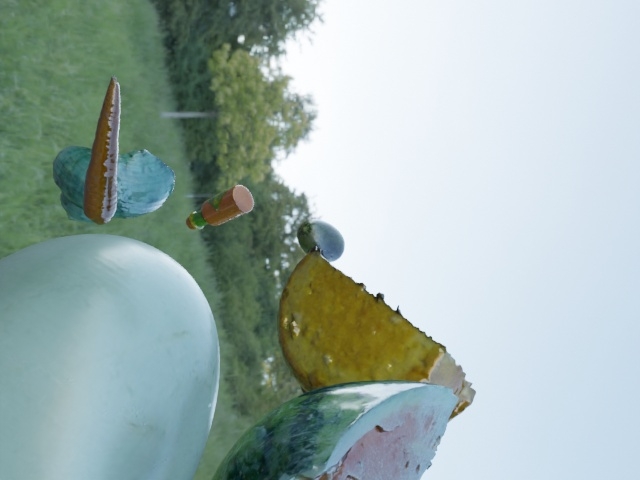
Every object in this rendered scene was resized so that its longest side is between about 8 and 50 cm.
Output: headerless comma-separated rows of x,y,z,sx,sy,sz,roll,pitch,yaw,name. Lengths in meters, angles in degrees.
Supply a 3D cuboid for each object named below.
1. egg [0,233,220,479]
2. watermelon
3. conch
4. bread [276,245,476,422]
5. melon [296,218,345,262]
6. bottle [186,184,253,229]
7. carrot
-0.220,0.166,0.396,0.371,0.230,0.230,-59,-157,-5,egg
-0.006,0.236,0.478,0.305,0.180,0.224,-58,178,-12,watermelon
-0.400,-0.096,0.986,0.202,0.196,0.134,-12,-133,40,conch
0.047,0.177,0.809,0.340,0.179,0.194,37,-15,36,bread
0.000,0.000,1.353,0.099,0.162,0.099,-17,-121,30,melon
-0.243,-0.068,1.239,0.187,0.069,0.069,-22,-112,33,bottle
-0.299,-0.120,0.737,0.048,0.048,0.216,-126,-133,-54,carrot
